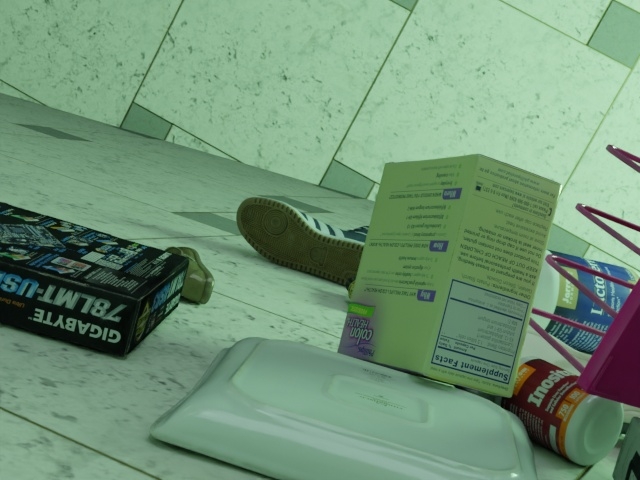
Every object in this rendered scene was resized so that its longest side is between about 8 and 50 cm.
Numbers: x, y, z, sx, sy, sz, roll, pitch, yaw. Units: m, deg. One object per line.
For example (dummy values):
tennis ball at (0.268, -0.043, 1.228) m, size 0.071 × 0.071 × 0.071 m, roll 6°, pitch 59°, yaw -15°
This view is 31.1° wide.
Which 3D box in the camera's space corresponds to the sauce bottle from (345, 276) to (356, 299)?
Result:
sauce bottle at (0.063, 0.082, 1.754) m, size 0.042 × 0.042 × 0.128 m, roll 13°, pitch 6°, yaw -15°

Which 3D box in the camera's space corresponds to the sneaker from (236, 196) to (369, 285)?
sneaker at (0.000, 0.000, 1.978) m, size 0.282 × 0.099 × 0.153 m, roll 24°, pitch 14°, yaw 12°

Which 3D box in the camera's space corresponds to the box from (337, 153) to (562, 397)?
box at (0.141, 0.037, 1.308) m, size 0.117 × 0.243 × 0.213 m, roll 18°, pitch -7°, yaw -24°

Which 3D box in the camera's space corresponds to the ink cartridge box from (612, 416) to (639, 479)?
ink cartridge box at (0.361, 0.240, 1.099) m, size 0.127 × 0.072 × 0.175 m, roll 17°, pitch 7°, yaw 4°

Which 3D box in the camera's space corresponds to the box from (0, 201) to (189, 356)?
box at (-0.315, 0.029, 1.282) m, size 0.293 × 0.073 × 0.295 m, roll 15°, pitch 8°, yaw 1°

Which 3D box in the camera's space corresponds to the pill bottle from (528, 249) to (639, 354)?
pill bottle at (0.385, 0.096, 1.861) m, size 0.265 × 0.153 × 0.153 m, roll 12°, pitch 9°, yaw -19°

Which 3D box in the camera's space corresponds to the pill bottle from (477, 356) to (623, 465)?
pill bottle at (0.247, 0.179, 1.260) m, size 0.086 × 0.086 × 0.152 m, roll 9°, pitch 10°, yaw -41°

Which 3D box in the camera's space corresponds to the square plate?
square plate at (0.047, 0.169, 1.083) m, size 0.347 × 0.049 × 0.344 m, roll 16°, pitch 8°, yaw 4°

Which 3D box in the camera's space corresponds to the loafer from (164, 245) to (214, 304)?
loafer at (-0.185, 0.039, 1.516) m, size 0.050 × 0.056 × 0.148 m, roll 18°, pitch 5°, yaw -30°

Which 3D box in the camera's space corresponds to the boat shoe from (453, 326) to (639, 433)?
boat shoe at (0.297, 0.186, 1.391) m, size 0.319 × 0.116 × 0.099 m, roll 10°, pitch -36°, yaw 7°

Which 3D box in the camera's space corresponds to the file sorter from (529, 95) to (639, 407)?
file sorter at (0.376, 0.016, 1.239) m, size 0.202 × 0.290 × 0.182 m, roll 18°, pitch 17°, yaw -32°
